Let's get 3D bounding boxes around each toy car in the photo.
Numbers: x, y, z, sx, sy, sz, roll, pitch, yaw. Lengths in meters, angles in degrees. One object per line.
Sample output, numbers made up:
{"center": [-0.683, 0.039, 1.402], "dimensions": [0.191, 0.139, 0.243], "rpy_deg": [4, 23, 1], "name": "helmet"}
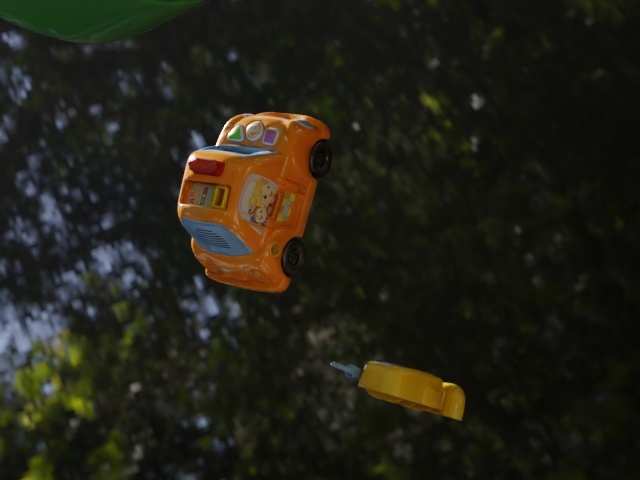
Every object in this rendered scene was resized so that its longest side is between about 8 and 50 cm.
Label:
{"center": [0.000, 0.000, 0.547], "dimensions": [0.040, 0.122, 0.060], "rpy_deg": [24, -83, -49], "name": "toy car"}

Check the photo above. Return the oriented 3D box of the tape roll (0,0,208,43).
{"center": [-0.157, -0.282, 1.144], "dimensions": [0.077, 0.321, 0.321], "rpy_deg": [-20, -35, 38], "name": "tape roll"}
